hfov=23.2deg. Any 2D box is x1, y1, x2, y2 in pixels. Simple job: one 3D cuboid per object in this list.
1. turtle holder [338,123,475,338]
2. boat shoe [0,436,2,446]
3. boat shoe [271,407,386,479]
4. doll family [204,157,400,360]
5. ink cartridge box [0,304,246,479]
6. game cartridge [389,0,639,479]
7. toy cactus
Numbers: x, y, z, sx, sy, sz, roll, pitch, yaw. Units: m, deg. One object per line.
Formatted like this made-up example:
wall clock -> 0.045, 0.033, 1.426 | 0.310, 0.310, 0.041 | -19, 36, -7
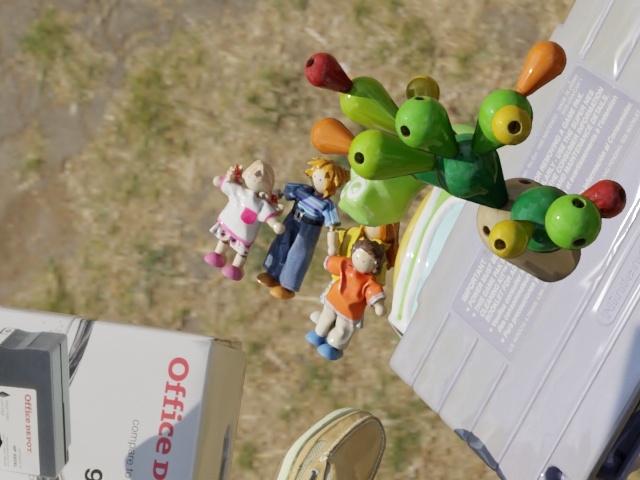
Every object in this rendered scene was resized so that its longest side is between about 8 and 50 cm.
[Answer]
turtle holder -> 0.165, 0.019, 1.432 | 0.227, 0.243, 0.320 | -44, 91, -2
boat shoe -> -0.421, 0.144, 1.596 | 0.079, 0.233, 0.084 | -15, 33, 46
boat shoe -> 0.002, 0.183, 1.054 | 0.072, 0.190, 0.068 | -11, 119, 43
doll family -> 0.000, 0.000, 1.726 | 0.263, 0.118, 0.163 | 36, 114, 28
ink cartridge box -> -0.308, 0.227, 1.813 | 0.395, 0.166, 0.285 | 7, 85, 10
game cartridge -> 0.196, -0.001, 1.104 | 0.230, 0.068, 0.355 | 47, 116, 50
toy cactus -> 0.098, -0.040, 0.896 | 0.219, 0.180, 0.112 | 21, 76, 44
